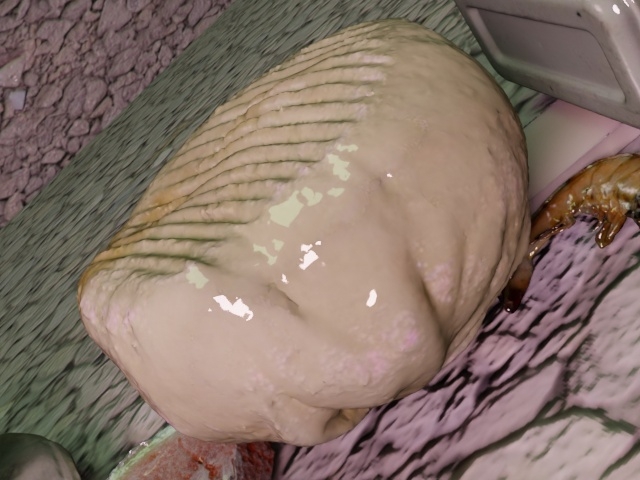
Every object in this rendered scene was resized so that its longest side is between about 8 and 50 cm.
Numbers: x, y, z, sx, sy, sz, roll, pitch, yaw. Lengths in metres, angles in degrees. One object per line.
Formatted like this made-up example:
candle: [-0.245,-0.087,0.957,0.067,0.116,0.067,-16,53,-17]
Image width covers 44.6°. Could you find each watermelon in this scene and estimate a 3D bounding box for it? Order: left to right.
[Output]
watermelon: [-0.097,0.209,0.600,0.187,0.071,0.139,-38,31,-10]

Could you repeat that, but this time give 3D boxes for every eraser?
eraser: [0.203,-0.080,0.660,0.150,0.023,0.104,-41,25,5]

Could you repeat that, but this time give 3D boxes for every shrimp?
shrimp: [0.188,0.008,0.528,0.148,0.035,0.195,-37,21,8]

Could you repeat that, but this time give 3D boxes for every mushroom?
mushroom: [-0.302,0.253,0.792,0.109,0.097,0.351,-49,22,-24]

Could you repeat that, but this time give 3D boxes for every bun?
bun: [0.000,0.000,0.597,0.365,0.219,0.365,-31,25,16]

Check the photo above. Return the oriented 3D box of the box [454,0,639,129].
box: [0.239,-0.204,0.609,0.182,0.175,0.312,-36,26,2]
